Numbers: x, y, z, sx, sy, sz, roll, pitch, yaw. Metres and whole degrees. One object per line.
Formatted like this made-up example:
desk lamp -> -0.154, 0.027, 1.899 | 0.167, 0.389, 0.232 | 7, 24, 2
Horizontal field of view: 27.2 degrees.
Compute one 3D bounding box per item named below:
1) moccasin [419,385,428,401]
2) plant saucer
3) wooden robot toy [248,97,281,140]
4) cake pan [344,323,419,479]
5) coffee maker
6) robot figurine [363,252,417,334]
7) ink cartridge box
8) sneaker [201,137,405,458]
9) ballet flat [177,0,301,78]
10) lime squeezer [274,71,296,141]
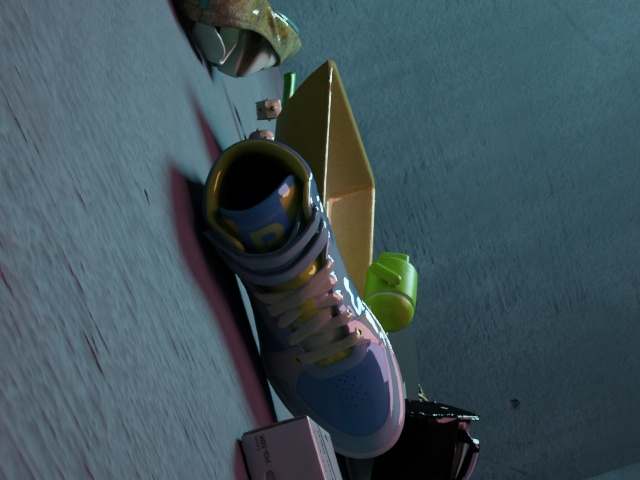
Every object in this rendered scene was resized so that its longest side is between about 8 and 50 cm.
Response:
moccasin -> 0.115, 0.316, 2.062 | 0.147, 0.139, 0.380 | 82, 3, -51
plant saucer -> 0.000, 0.000, 1.639 | 0.333, 0.081, 0.332 | 66, 24, -62
wooden robot toy -> -0.077, -0.121, 1.965 | 0.079, 0.076, 0.173 | -2, -69, 56
cake pan -> 0.089, 0.220, 1.863 | 0.293, 0.054, 0.293 | -1, 90, -75
coffee maker -> 0.110, 0.300, 1.711 | 0.120, 0.171, 0.178 | -165, -96, -73
robot figurine -> 0.090, 0.069, 1.700 | 0.101, 0.067, 0.115 | 93, 4, -49
ink cartridge box -> -0.014, 0.200, 1.060 | 0.135, 0.056, 0.099 | 62, 11, -75
sneaker -> -0.022, 0.050, 1.210 | 0.319, 0.127, 0.208 | 63, -1, 12
ballet flat -> -0.109, -0.272, 1.711 | 0.348, 0.123, 0.123 | 45, 27, -77
lime squeezer -> -0.049, -0.078, 1.894 | 0.110, 0.059, 0.310 | -65, 148, -75
